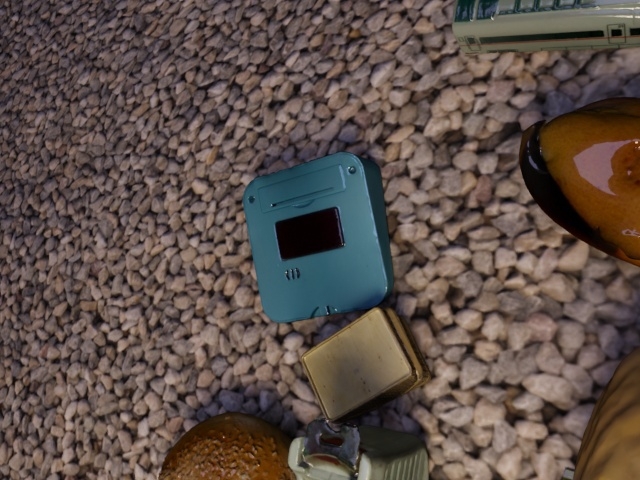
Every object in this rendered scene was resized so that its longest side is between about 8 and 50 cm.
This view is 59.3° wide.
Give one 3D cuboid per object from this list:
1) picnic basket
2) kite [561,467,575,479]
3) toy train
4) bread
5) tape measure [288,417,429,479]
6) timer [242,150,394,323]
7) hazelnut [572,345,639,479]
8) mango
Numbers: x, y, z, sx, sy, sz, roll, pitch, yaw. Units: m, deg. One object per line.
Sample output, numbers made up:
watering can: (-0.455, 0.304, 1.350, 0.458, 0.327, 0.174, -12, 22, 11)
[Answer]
picnic basket: (0.065, 0.182, 0.814, 0.164, 0.079, 0.115, -34, 63, 19)
kite: (0.285, 0.429, 0.649, 0.169, 0.015, 0.310, 6, 80, 33)
toy train: (0.388, -0.318, 0.763, 0.407, 0.088, 0.087, 9, 80, 31)
bread: (-0.095, 0.378, 0.799, 0.192, 0.171, 0.314, -43, 60, 18)
tape measure: (0.038, 0.335, 0.684, 0.125, 0.243, 0.246, 7, 80, 29)
timer: (0.000, 0.000, 0.926, 0.231, 0.091, 0.250, -12, 81, 27)
hazelnut: (0.346, 0.230, 0.530, 0.241, 0.261, 0.261, -10, 71, 19)
mango: (0.381, -0.067, 0.655, 0.201, 0.152, 0.287, -50, 57, 13)
